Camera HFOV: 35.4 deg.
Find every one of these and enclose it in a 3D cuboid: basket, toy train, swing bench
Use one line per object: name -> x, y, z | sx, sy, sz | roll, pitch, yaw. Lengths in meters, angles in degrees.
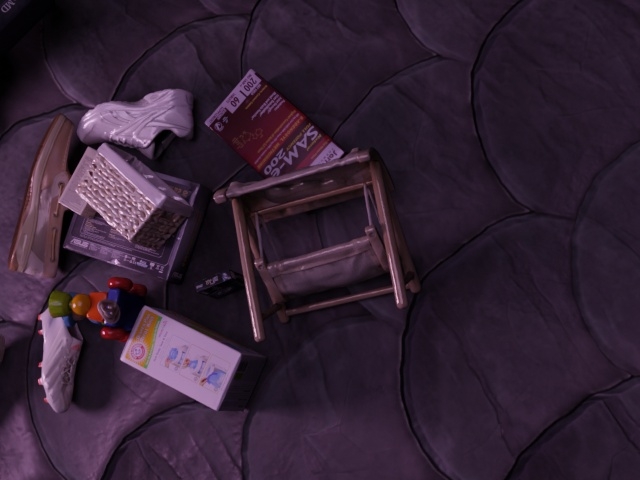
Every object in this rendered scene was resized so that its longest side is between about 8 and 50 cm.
basket -> -0.321, -0.072, 1.715 | 0.167, 0.113, 0.103 | 39, 95, 22
toy train -> -0.391, 0.110, 1.681 | 0.144, 0.248, 0.105 | 5, 81, 7
swing bench -> 0.000, 0.000, 1.594 | 0.253, 0.165, 0.254 | -14, 94, 14

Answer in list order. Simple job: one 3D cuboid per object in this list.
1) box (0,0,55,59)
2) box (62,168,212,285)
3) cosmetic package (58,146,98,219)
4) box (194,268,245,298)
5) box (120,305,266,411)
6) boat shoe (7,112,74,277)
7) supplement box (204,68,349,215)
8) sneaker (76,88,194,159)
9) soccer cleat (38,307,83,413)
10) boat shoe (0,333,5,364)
box -> -0.723, -0.448, 1.844 | 0.312, 0.179, 0.343 | 43, 79, -7
box -> -0.331, -0.038, 1.802 | 0.231, 0.056, 0.183 | 15, 84, 20
cosmetic package -> -0.411, -0.102, 1.789 | 0.060, 0.041, 0.115 | 30, 90, 22
box -> -0.167, 0.075, 1.712 | 0.067, 0.083, 0.018 | -22, 73, 12
box -> -0.213, 0.199, 1.687 | 0.203, 0.114, 0.103 | 23, 89, 21
boat shoe -> -0.493, -0.082, 1.850 | 0.098, 0.109, 0.302 | 15, 83, -20
supplement box -> -0.070, -0.171, 1.734 | 0.239, 0.073, 0.130 | 42, 94, 19
sneaker -> -0.336, -0.198, 1.820 | 0.232, 0.090, 0.115 | -13, 79, 16
soccer cleat -> -0.460, 0.209, 1.794 | 0.076, 0.068, 0.196 | -12, 73, 13
boat shoe -> -0.663, 0.260, 1.841 | 0.081, 0.079, 0.227 | 28, 92, 16
